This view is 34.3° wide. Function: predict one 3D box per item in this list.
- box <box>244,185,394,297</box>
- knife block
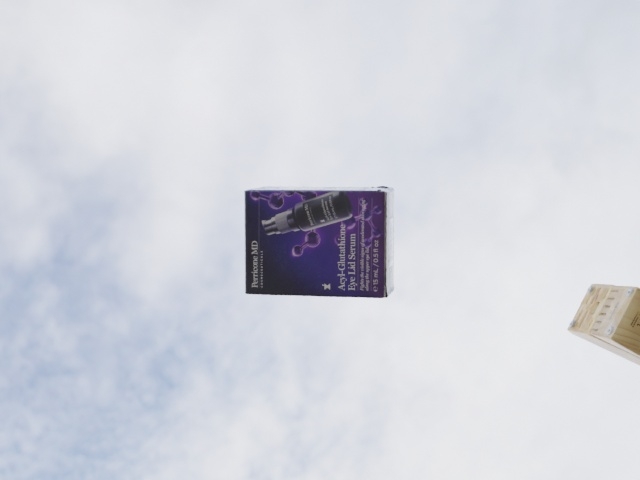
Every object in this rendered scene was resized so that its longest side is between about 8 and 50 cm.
[{"bbox_3d":[0.000,0.000,1.485,0.207,0.108,0.153,0,-85,10],"label":"box"},{"bbox_3d":[0.529,0.161,1.561,0.242,0.275,0.088,30,-94,-5],"label":"knife block"}]
